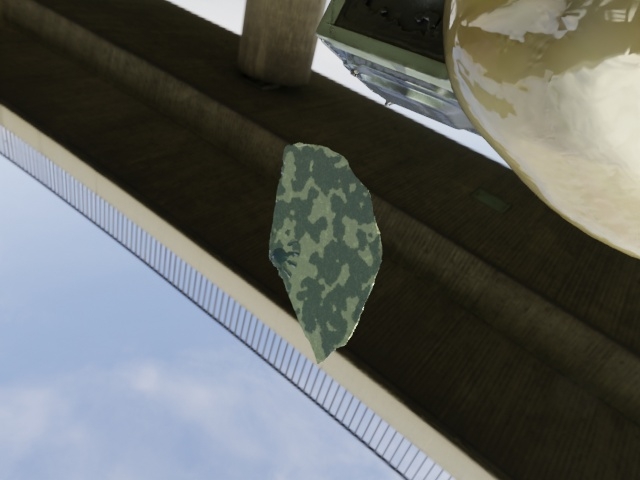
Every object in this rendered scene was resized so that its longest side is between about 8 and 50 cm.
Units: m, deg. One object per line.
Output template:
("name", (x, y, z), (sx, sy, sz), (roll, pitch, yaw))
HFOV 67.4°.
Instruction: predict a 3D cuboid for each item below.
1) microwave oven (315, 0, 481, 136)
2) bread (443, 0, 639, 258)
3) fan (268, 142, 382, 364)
("microwave oven", (0.216, -0.314, 0.796), (0.355, 0.218, 0.286), (32, -171, 28))
("bread", (0.292, -0.169, 0.375), (0.376, 0.348, 0.253), (32, -166, -24))
("fan", (0.000, 0.000, 0.486), (0.009, 0.131, 0.240), (19, -123, -53))
